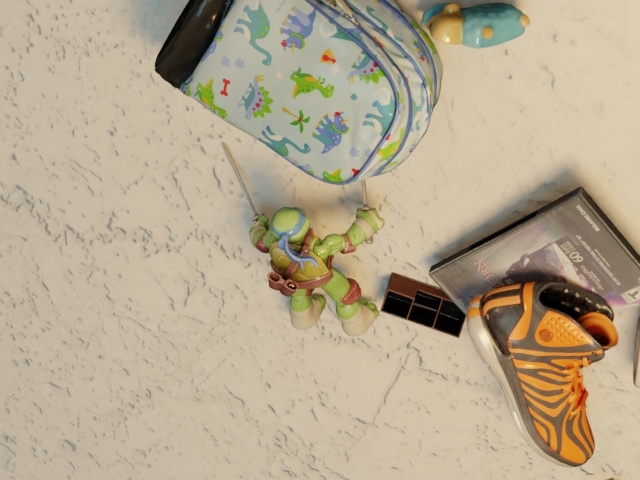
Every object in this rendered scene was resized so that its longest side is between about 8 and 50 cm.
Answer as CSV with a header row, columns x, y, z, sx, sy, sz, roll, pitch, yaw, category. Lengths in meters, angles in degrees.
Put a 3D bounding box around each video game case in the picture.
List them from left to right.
x,y,z,sx,sy,sz,roll,pitch,yaw,category
0.319,0.056,1.670,0.274,0.026,0.196,-31,110,36,video game case

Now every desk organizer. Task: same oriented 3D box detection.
x,y,z,sx,sy,sz,roll,pitch,yaw,category
0.160,0.099,1.773,0.130,0.050,0.047,18,120,4,desk organizer

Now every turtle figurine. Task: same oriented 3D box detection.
x,y,z,sx,sy,sz,roll,pitch,yaw,category
0.000,0.000,1.735,0.198,0.274,0.266,-19,134,-1,turtle figurine

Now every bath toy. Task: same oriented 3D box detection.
x,y,z,sx,sy,sz,roll,pitch,yaw,category
0.200,-0.423,1.453,0.151,0.129,0.348,-14,125,-28,bath toy

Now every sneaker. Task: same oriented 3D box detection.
x,y,z,sx,sy,sz,roll,pitch,yaw,category
0.355,0.192,1.663,0.180,0.124,0.321,-19,117,34,sneaker

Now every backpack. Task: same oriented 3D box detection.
x,y,z,sx,sy,sz,roll,pitch,yaw,category
-0.011,-0.233,1.548,0.355,0.273,0.290,30,116,-15,backpack

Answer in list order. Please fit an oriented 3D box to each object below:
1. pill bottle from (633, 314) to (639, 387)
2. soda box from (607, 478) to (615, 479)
x,y,z,sx,sy,sz,roll,pitch,yaw,category
0.550,0.167,1.673,0.187,0.112,0.112,6,118,12,pill bottle
0.378,0.484,1.896,0.263,0.092,0.083,-27,109,25,soda box
